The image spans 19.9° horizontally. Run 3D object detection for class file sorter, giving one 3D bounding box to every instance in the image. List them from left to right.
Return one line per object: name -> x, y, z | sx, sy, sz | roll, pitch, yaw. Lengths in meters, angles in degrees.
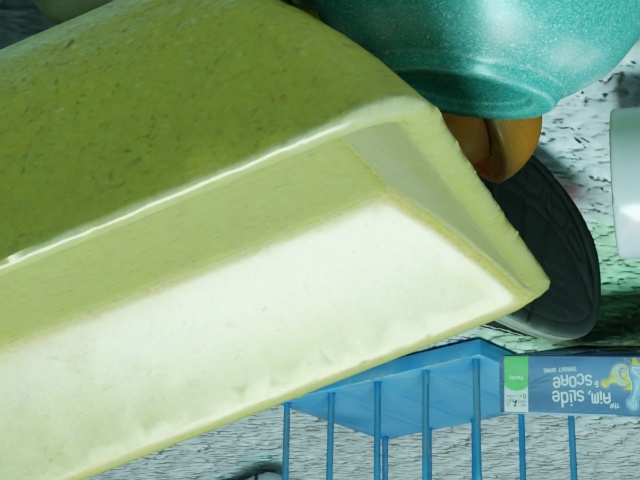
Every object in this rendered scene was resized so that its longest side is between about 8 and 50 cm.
file sorter -> 0.070, 0.143, 1.197 | 0.170, 0.104, 0.118 | -16, 152, 38

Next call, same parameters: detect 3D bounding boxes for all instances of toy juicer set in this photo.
toy juicer set -> 0.025, -0.094, 0.649 | 0.209, 0.089, 0.329 | 3, 170, 38

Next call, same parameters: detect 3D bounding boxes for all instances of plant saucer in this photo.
plant saucer -> -0.103, 0.020, 0.628 | 0.333, 0.081, 0.333 | -22, 166, 8

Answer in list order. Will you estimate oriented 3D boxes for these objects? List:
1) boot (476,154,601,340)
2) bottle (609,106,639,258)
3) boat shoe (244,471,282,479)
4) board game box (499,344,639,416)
boot -> -0.001, -0.002, 0.867 | 0.236, 0.085, 0.179 | 25, 151, -33
bottle -> 0.265, -0.032, 0.763 | 0.283, 0.092, 0.118 | -3, 152, 10
boat shoe -> -0.072, 0.240, 1.473 | 0.076, 0.083, 0.226 | 2, 159, -6
board game box -> 0.219, 0.079, 1.033 | 0.201, 0.035, 0.136 | -1, 179, 28
